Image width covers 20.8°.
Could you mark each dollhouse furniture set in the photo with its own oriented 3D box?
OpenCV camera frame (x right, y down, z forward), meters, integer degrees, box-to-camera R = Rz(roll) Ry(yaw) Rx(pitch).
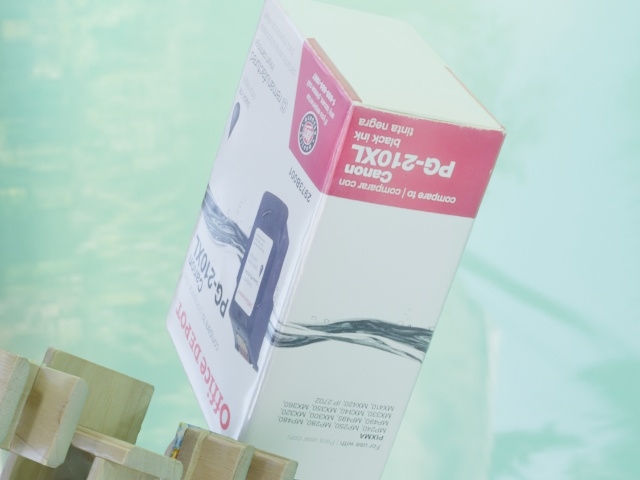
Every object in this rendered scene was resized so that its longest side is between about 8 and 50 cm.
[{"bbox_3d":[-0.166,0.174,0.886,0.161,0.212,0.242,12,80,41],"label":"dollhouse furniture set"}]

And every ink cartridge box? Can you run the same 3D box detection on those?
[{"bbox_3d":[0.000,0.000,1.020,0.172,0.100,0.237,-122,45,-57],"label":"ink cartridge box"}]
